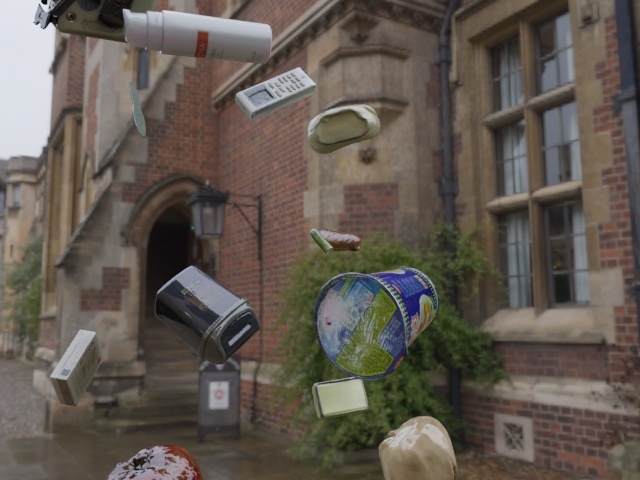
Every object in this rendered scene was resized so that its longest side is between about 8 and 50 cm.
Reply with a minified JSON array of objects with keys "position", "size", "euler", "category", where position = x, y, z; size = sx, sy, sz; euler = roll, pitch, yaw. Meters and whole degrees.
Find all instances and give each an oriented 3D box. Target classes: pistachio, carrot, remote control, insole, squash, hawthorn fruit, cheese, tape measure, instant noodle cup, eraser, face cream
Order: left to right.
[{"position":[-0.530,-0.605,1.510],"size":[0.271,0.231,0.133],"euler":[-4,39,-39],"category":"tape measure"},{"position":[-0.521,-0.373,1.787],"size":[0.004,0.188,0.064],"euler":[-20,-21,9],"category":"insole"},{"position":[-0.424,0.744,1.712],"size":[0.284,0.369,0.285],"euler":[-33,5,4],"category":"hawthorn fruit"},{"position":[-0.293,-0.488,1.502],"size":[0.345,0.102,0.102],"euler":[-1,-7,-20],"category":"face cream"},{"position":[-0.154,-0.514,2.186],"size":[0.277,0.103,0.055],"euler":[-30,-22,-27],"category":"remote control"},{"position":[0.000,0.000,1.654],"size":[0.027,0.083,0.027],"euler":[-31,-30,-20],"category":"squash"},{"position":[0.046,0.003,1.692],"size":[0.060,0.060,0.186],"euler":[5,3,-32],"category":"carrot"},{"position":[0.065,0.528,2.109],"size":[0.172,0.117,0.058],"euler":[-6,-23,-18],"category":"eraser"},{"position":[0.081,-0.400,2.255],"size":[0.266,0.127,0.233],"euler":[-14,-1,9],"category":"cheese"},{"position":[0.179,0.197,1.720],"size":[0.284,0.284,0.312],"euler":[-6,5,34],"category":"instant noodle cup"},{"position":[0.268,0.605,1.690],"size":[0.214,0.318,0.193],"euler":[17,45,33],"category":"pistachio"}]

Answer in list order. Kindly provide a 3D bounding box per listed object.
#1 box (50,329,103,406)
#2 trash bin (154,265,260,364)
[{"position":[-0.767,0.403,1.987],"size":[0.058,0.201,0.141],"euler":[8,-49,7],"category":"box"},{"position":[-0.346,0.230,1.915],"size":[0.290,0.209,0.182],"euler":[35,-41,15],"category":"trash bin"}]
